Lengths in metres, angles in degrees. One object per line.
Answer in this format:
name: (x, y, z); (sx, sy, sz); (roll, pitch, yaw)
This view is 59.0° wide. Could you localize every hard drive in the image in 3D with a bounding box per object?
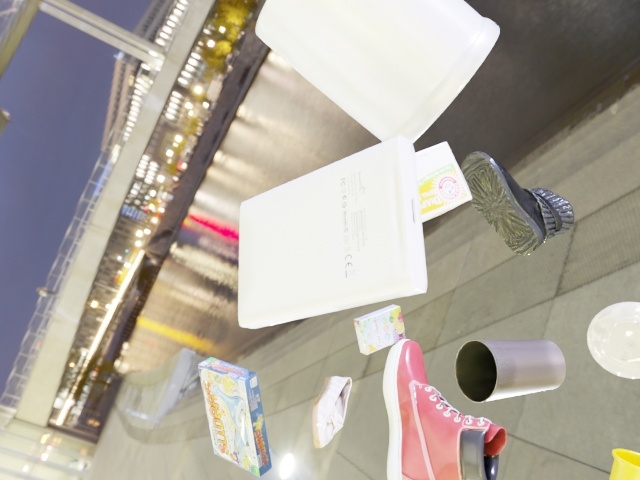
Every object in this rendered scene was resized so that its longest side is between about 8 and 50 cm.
hard drive: (0.000, 0.000, 0.791); (0.307, 0.040, 0.203); (-18, 65, 39)

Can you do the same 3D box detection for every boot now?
boot: (0.586, -0.134, 1.685); (0.260, 0.348, 0.131); (-26, -7, -38)
boot: (0.186, 0.247, 0.839); (0.176, 0.088, 0.244); (-27, 45, 33)

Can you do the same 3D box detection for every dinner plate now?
dinner plate: (0.541, 0.176, 0.983); (0.141, 0.141, 0.017); (-59, -15, 26)

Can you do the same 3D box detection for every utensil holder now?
utensil holder: (0.110, -0.426, 1.160); (0.328, 0.385, 0.327); (-50, 8, 9)

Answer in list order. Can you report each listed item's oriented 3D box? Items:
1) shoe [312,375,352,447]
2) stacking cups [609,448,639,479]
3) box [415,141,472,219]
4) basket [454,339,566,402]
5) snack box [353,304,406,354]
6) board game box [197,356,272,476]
shoe: (0.026, 0.373, 1.261); (0.219, 0.058, 0.077); (-63, -38, -64)
stacking cups: (0.528, 0.535, 0.992); (0.096, 0.096, 0.316); (-153, 73, -76)
box: (0.123, -0.069, 0.924); (0.103, 0.203, 0.114); (67, 161, 5)
basket: (0.495, 0.326, 1.454); (0.204, 0.226, 0.154); (123, 142, -63)
snack box: (0.170, 0.251, 1.603); (0.037, 0.141, 0.100); (1, 105, 63)
board game box: (-0.163, 0.333, 1.077); (0.136, 0.035, 0.201); (6, 109, 41)
